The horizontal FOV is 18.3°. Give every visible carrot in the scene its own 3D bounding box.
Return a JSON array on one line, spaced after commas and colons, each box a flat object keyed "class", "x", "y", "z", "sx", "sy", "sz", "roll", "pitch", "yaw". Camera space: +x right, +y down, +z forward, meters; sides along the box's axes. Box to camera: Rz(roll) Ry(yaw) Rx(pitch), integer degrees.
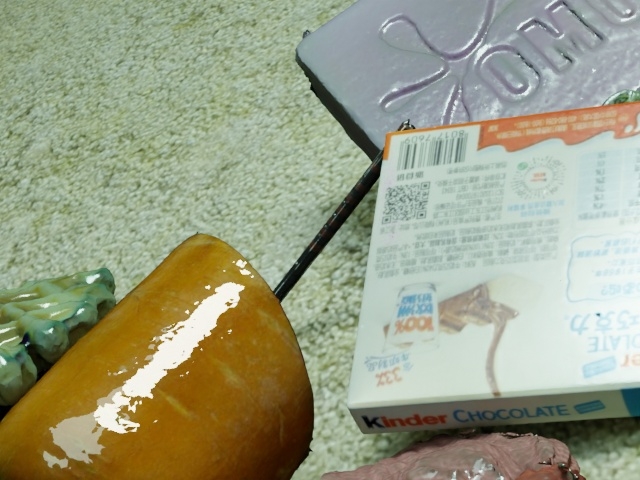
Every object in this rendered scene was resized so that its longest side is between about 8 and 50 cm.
[{"class": "carrot", "x": -0.136, "y": 0.175, "z": 1.442, "sx": 0.331, "sy": 0.214, "sz": 0.193, "roll": -44, "pitch": 13, "yaw": -33}]

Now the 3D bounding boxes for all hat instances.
[{"class": "hat", "x": 0.085, "y": 0.191, "z": 1.300, "sx": 0.236, "sy": 0.107, "sz": 0.286, "roll": -34, "pitch": 14, "yaw": -34}]

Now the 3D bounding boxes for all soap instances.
[{"class": "soap", "x": 0.166, "y": -0.145, "z": 1.695, "sx": 0.296, "sy": 0.107, "sz": 0.285, "roll": -36, "pitch": 48, "yaw": -5}]

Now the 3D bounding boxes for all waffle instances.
[{"class": "waffle", "x": -0.318, "y": 0.096, "z": 1.566, "sx": 0.309, "sy": 0.056, "sz": 0.292, "roll": -10, "pitch": 14, "yaw": 19}]

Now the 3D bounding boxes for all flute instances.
[{"class": "flute", "x": 0.000, "y": 0.000, "z": 1.655, "sx": 0.269, "sy": 0.014, "sz": 0.014, "roll": -52, "pitch": 17, "yaw": 27}]

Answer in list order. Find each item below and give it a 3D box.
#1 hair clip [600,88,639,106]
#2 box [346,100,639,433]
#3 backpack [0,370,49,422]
[{"class": "hair clip", "x": 0.323, "y": -0.068, "z": 1.540, "sx": 0.229, "sy": 0.036, "sz": 0.066, "roll": 14, "pitch": 78, "yaw": 17}, {"class": "box", "x": 0.166, "y": 0.016, "z": 1.473, "sx": 0.273, "sy": 0.048, "sz": 0.265, "roll": -5, "pitch": 51, "yaw": 20}, {"class": "backpack", "x": -0.210, "y": 0.152, "z": 1.627, "sx": 0.165, "sy": 0.120, "sz": 0.106, "roll": 3, "pitch": 39, "yaw": 20}]
